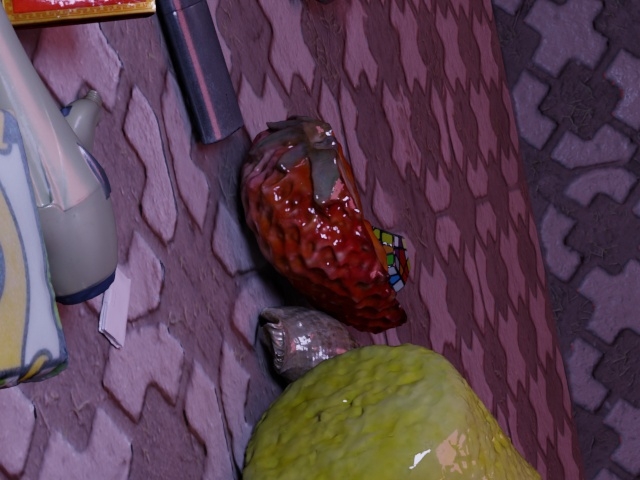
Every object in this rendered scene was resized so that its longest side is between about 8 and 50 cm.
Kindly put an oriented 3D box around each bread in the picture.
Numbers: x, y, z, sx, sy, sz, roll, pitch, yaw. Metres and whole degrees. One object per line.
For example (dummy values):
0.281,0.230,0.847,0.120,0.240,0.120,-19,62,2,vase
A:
0.094,0.312,1.797,0.308,0.348,0.348,64,25,-26,bread

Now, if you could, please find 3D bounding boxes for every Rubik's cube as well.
0.070,0.034,2.194,0.133,0.133,0.112,13,94,-68,Rubik's cube

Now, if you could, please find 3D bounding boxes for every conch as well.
-0.021,0.153,1.946,0.207,0.130,0.155,38,0,-37,conch

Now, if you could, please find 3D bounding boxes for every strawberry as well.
0.000,0.000,1.957,0.265,0.149,0.336,-109,175,-55,strawberry

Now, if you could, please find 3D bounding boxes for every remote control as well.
-0.174,-0.307,1.808,0.107,0.044,0.377,-44,121,-61,remote control

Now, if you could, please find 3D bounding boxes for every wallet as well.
-0.215,0.068,1.552,0.044,0.011,0.083,53,33,-50,wallet

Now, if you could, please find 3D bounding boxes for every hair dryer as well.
-0.271,-0.129,1.379,0.296,0.119,0.298,69,10,-46,hair dryer

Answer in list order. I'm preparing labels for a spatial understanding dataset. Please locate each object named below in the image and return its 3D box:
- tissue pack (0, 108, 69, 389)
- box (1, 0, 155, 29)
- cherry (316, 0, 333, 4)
-0.328,0.022,1.100,0.311,0.128,0.228,-12,89,-70,tissue pack
-0.249,-0.327,1.415,0.074,0.153,0.240,-171,-107,-67,box
0.030,-0.508,2.245,0.230,0.203,0.300,3,91,-71,cherry
